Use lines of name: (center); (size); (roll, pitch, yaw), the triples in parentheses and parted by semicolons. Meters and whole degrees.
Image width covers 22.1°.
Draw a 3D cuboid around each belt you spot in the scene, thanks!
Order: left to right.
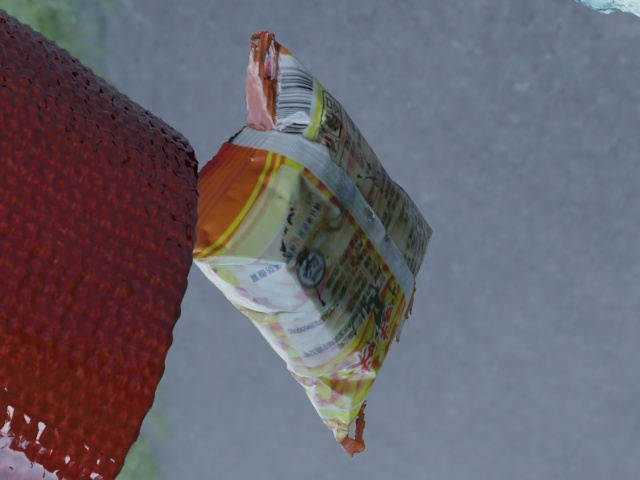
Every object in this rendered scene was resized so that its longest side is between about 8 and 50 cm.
belt: (-0.125, 0.008, 0.559); (0.124, 0.201, 0.128); (33, 130, -24)

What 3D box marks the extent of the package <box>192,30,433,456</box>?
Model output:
package: (-0.002, 0.006, 1.293); (0.108, 0.223, 0.288); (-6, 139, 42)

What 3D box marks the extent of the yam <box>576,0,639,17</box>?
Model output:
yam: (0.251, -0.353, 1.263); (0.241, 0.348, 0.241); (15, 160, 6)
